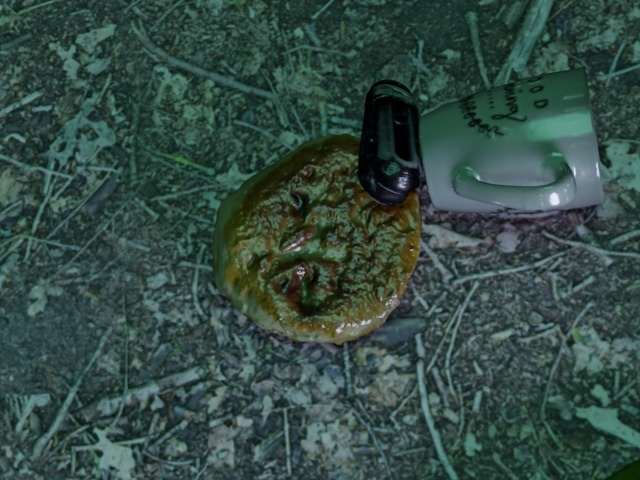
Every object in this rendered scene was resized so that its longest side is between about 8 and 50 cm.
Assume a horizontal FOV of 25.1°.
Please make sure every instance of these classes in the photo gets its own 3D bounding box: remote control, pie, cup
[{"bbox_3d":[0.103,-0.150,1.985,0.090,0.066,0.266,32,35,-19],"label":"remote control"},{"bbox_3d":[0.000,0.000,1.986,0.315,0.092,0.315,-2,67,5],"label":"pie"},{"bbox_3d":[0.256,-0.106,1.920,0.234,0.186,0.258,-10,26,8],"label":"cup"}]

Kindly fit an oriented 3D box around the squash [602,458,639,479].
[{"bbox_3d":[0.331,0.364,1.786,0.379,0.101,0.101,-32,67,-7],"label":"squash"}]
